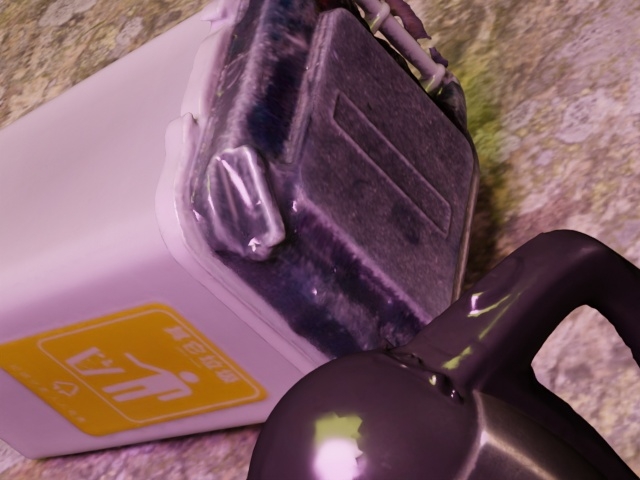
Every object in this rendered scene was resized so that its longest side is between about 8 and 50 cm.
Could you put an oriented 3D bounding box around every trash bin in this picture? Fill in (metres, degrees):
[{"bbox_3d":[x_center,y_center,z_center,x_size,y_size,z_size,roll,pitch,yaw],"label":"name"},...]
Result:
[{"bbox_3d":[-0.094,-0.015,1.282,0.368,0.256,0.296,-20,44,34],"label":"trash bin"}]

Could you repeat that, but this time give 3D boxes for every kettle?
[{"bbox_3d":[0.079,0.154,0.885,0.251,0.271,0.207,-26,34,14],"label":"kettle"}]
